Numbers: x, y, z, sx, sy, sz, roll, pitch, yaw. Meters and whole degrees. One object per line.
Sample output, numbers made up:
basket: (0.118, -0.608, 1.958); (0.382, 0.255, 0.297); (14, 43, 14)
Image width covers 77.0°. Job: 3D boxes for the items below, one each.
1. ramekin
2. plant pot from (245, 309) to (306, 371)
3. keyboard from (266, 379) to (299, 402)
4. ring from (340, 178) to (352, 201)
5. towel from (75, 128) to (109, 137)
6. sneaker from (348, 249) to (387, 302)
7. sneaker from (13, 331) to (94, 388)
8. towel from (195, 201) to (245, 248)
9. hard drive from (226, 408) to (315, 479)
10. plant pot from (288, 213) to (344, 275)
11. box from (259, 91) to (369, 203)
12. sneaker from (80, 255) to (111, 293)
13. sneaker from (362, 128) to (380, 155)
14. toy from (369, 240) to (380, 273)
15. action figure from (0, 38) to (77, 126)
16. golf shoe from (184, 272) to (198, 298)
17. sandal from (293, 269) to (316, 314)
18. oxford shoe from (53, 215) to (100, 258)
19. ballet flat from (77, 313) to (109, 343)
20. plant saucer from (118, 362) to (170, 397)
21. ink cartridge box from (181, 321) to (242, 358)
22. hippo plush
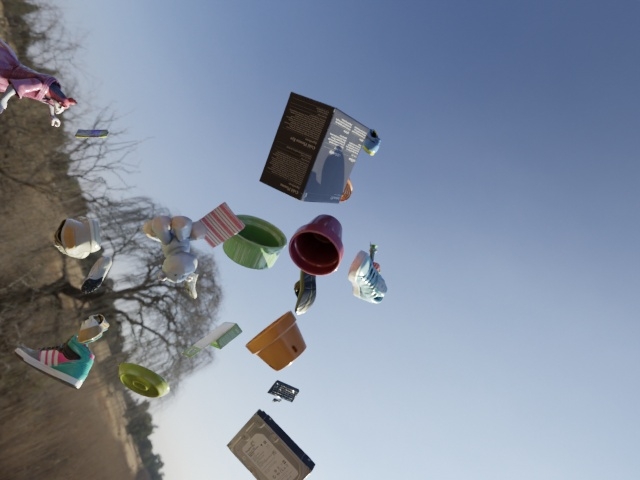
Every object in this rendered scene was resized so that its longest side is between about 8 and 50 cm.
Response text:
ramekin: (-0.330, 0.012, 1.975); (0.303, 0.303, 0.148); (44, -62, 36)
plant pot: (-0.208, 0.523, 2.047); (0.203, 0.291, 0.291); (53, -33, 2)
keyboard: (-0.186, 0.753, 1.971); (0.180, 0.108, 0.023); (41, -5, -39)
ring: (0.001, -0.298, 1.805); (0.337, 0.032, 0.336); (30, -22, 14)
towel: (-0.668, -0.313, 1.177); (0.060, 0.083, 0.009); (-116, -152, -54)
sneaker: (0.214, 0.159, 1.685); (0.150, 0.135, 0.366); (21, -20, 21)
sneaker: (-0.992, 0.424, 1.538); (0.296, 0.178, 0.123); (21, -35, 8)
towel: (-0.445, -0.064, 1.753); (0.197, 0.029, 0.144); (-31, -69, 17)
hard drive: (-0.219, 0.930, 1.745); (0.339, 0.064, 0.237); (43, -76, 11)
plant pot: (0.000, 0.000, 1.511); (0.201, 0.180, 0.201); (9, -54, 12)
box: (-0.012, -0.308, 1.429); (0.179, 0.343, 0.312); (26, -77, 21)
sneaker: (-1.284, 0.197, 2.303); (0.086, 0.237, 0.085); (0, -34, 44)
sneaker: (0.198, -0.426, 1.644); (0.082, 0.069, 0.209); (-56, -151, 26)
toy: (0.272, 0.134, 2.020); (0.137, 0.056, 0.237); (55, 34, -66)
action figure: (-1.042, -0.570, 1.423); (0.248, 0.370, 0.275); (-122, -129, -79)
golf shoe: (-0.636, 0.201, 1.995); (0.069, 0.086, 0.176); (6, -61, 52)
sandal: (-0.083, 0.229, 2.064); (0.086, 0.120, 0.302); (12, -84, 42)
oxford shoe: (-0.950, -0.011, 1.542); (0.449, 0.130, 0.169); (-4, -86, 53)
ballet flat: (-0.788, 0.298, 1.382); (0.232, 0.080, 0.073); (-8, -81, 70)
plant saucer: (-0.769, 0.612, 1.733); (0.241, 0.037, 0.240); (10, -47, 11)
ink cartridge box: (-0.469, 0.442, 1.742); (0.056, 0.235, 0.171); (58, -30, -11)
hippo plush: (-0.621, 0.048, 1.666); (0.294, 0.234, 0.236); (-26, -122, 44)
